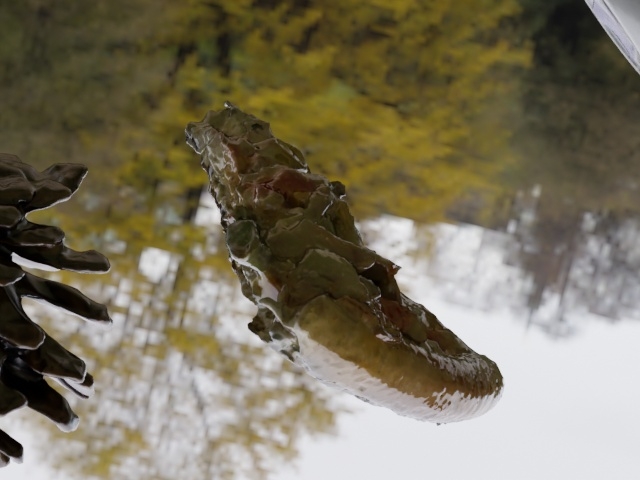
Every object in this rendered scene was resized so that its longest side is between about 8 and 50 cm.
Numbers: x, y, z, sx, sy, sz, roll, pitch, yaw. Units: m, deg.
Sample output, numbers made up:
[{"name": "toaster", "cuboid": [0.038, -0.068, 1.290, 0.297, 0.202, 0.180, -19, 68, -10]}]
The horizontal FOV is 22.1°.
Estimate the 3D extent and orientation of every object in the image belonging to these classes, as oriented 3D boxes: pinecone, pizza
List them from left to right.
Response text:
[{"name": "pinecone", "cuboid": [-0.229, 0.046, 0.950, 0.229, 0.201, 0.202, -25, -175, -43]}, {"name": "pizza", "cuboid": [0.000, 0.000, 0.731, 0.195, 0.052, 0.185, 51, -166, 32]}]

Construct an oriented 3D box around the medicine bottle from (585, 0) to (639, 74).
[{"name": "medicine bottle", "cuboid": [0.271, -0.207, 1.050, 0.135, 0.215, 0.135, 54, -173, -10]}]
